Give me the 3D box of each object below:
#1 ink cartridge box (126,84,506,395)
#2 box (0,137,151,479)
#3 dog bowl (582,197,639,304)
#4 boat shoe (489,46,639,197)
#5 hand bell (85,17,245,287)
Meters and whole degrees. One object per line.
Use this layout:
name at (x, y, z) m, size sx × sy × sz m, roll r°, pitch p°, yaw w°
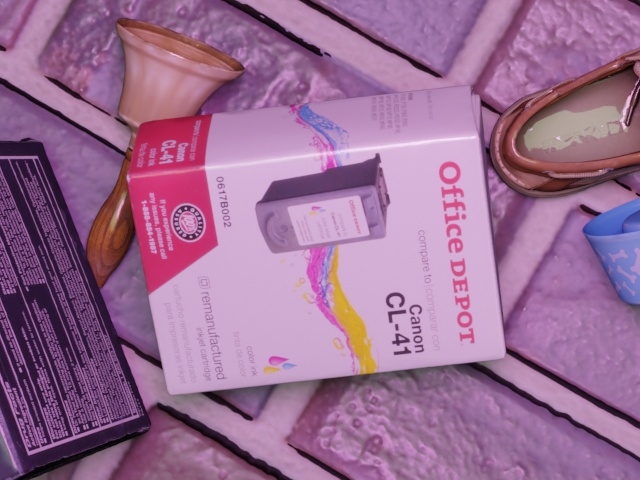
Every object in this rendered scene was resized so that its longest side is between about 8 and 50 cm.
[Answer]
ink cartridge box at (0.000, 0.000, 1.720) m, size 0.306 × 0.131 × 0.226 m, roll -6°, pitch 114°, yaw 6°
box at (-0.322, 0.075, 1.691) m, size 0.182 × 0.294 × 0.296 m, roll -23°, pitch 85°, yaw 14°
dog bowl at (0.382, -0.017, 1.711) m, size 0.297 × 0.166 × 0.074 m, roll -16°, pitch 99°, yaw 4°
boat shoe at (0.308, -0.121, 1.736) m, size 0.324 × 0.120 × 0.122 m, roll -23°, pitch 86°, yaw 4°
hand bell at (-0.170, -0.070, 1.804) m, size 0.126 × 0.126 × 0.242 m, roll 23°, pitch 103°, yaw 6°
